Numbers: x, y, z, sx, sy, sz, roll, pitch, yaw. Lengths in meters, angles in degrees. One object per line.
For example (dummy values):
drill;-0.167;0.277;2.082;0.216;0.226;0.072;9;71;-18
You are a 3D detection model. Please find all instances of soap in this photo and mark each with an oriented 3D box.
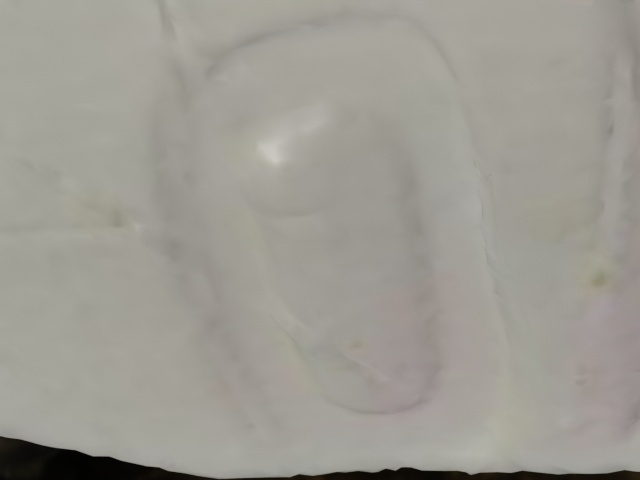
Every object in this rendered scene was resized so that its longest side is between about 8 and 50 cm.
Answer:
soap;0.045;-0.088;0.517;0.435;0.213;0.350;-2;137;9
